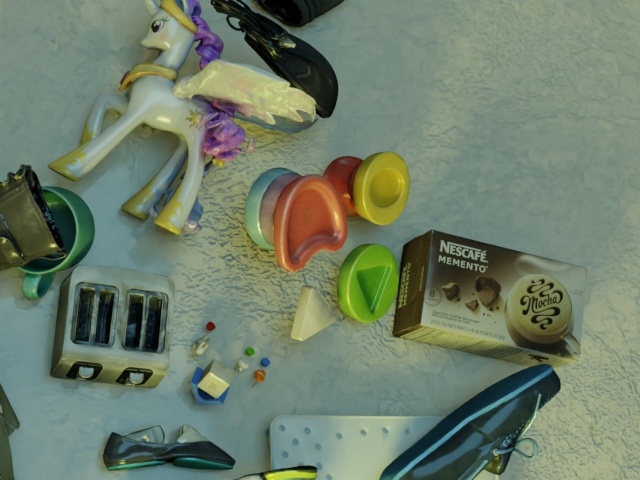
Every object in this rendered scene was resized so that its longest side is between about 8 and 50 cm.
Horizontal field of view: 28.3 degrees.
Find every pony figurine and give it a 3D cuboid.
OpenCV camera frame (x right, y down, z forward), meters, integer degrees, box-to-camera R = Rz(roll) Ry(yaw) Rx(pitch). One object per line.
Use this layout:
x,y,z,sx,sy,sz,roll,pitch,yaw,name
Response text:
-0.199,-0.197,1.987,0.351,0.303,0.363,28,83,-2,pony figurine

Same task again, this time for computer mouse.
-0.043,-0.290,1.988,0.072,0.272,0.188,-47,50,-1,computer mouse

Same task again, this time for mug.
-0.416,-0.007,1.919,0.129,0.097,0.158,46,100,6,mug

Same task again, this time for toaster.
-0.310,0.125,1.919,0.168,0.110,0.186,10,72,-18,toaster

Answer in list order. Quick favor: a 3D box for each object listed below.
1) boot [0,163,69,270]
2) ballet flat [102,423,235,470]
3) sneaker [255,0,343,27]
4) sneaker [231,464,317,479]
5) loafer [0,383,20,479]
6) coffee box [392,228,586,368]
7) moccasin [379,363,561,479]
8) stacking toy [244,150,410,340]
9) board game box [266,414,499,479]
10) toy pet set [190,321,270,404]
-0.510,-0.047,1.847,0.229,0.091,0.263,-30,97,11,boot
-0.227,0.312,1.921,0.203,0.074,0.074,3,74,-17,ballet flat
-0.084,-0.492,2.173,0.296,0.104,0.147,46,60,-8,sneaker
-0.142,0.416,1.875,0.299,0.111,0.121,-11,79,-3,sneaker
-0.490,0.255,1.840,0.087,0.094,0.251,2,83,-45,loafer
0.285,0.103,2.137,0.297,0.119,0.168,14,72,-16,coffee box
0.249,0.326,2.019,0.342,0.138,0.117,-34,93,-11,moccasin
0.000,0.000,2.055,0.309,0.130,0.280,-15,109,-45,stacking toy
0.104,0.475,2.006,0.390,0.050,0.390,3,74,-20,board game box
-0.156,0.209,1.993,0.122,0.065,0.114,35,32,-11,toy pet set
